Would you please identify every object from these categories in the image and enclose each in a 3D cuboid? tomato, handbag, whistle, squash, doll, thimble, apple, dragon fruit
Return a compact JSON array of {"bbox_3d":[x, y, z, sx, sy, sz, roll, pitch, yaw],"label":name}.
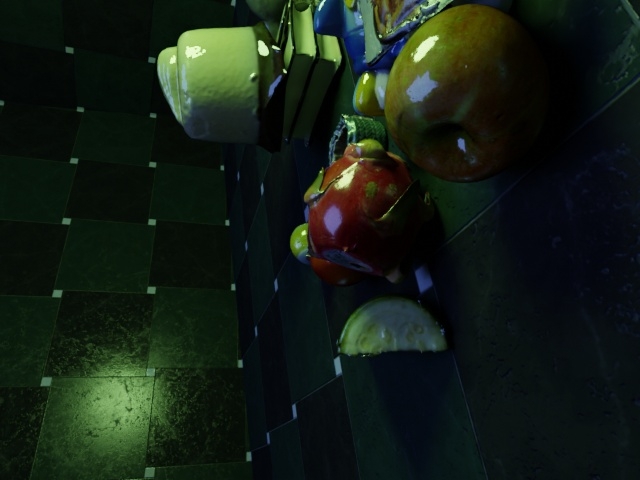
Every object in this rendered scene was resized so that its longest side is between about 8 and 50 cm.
[{"bbox_3d":[0.054,0.002,0.982,0.195,0.136,0.195,-177,90,-70],"label":"tomato"},{"bbox_3d":[-0.074,-0.474,1.316,0.358,0.160,0.236,121,148,-56],"label":"handbag"},{"bbox_3d":[0.000,0.000,1.197,0.223,0.123,0.122,-33,58,49],"label":"whistle"},{"bbox_3d":[0.143,0.157,0.889,0.289,0.203,0.111,28,-124,-72],"label":"squash"},{"bbox_3d":[-0.194,-0.824,1.538,0.378,0.252,0.382,111,158,-45],"label":"doll"},{"bbox_3d":[0.079,-0.194,0.980,0.118,0.090,0.135,-118,36,-49],"label":"thimble"},{"bbox_3d":[0.115,-0.403,0.727,0.365,0.187,0.376,136,146,-56],"label":"doll"},{"bbox_3d":[0.175,-0.178,0.555,0.196,0.196,0.196,180,90,-71],"label":"apple"},{"bbox_3d":[0.081,-0.053,0.792,0.227,0.224,0.224,-61,15,-13],"label":"dragon fruit"}]

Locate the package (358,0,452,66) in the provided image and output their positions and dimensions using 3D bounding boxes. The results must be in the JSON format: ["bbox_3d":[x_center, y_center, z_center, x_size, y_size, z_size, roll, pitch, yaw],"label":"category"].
[{"bbox_3d":[0.121,-0.344,0.576,0.239,0.030,0.154,-15,82,54],"label":"package"}]

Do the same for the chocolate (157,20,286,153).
[{"bbox_3d":[-0.267,-0.397,1.220,0.314,0.297,0.326,99,151,-47],"label":"chocolate"}]
